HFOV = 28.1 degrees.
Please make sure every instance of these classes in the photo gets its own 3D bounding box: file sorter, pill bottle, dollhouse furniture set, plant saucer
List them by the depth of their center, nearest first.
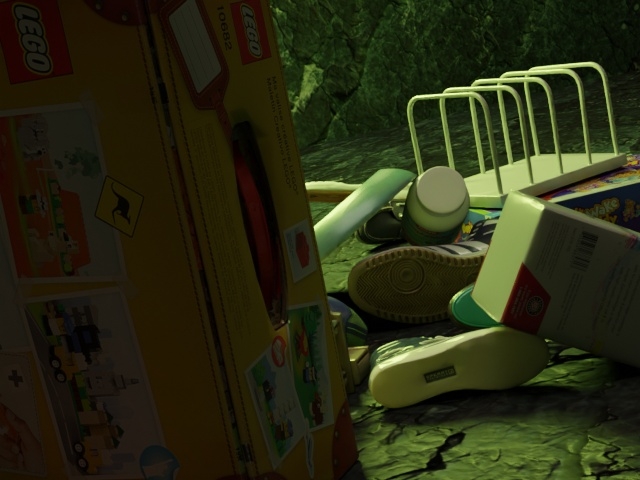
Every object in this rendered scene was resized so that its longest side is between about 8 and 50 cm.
[{"bbox_3d":[-0.051,0.130,1.405,0.161,0.101,0.182,-7,12,20],"label":"dollhouse furniture set"},{"bbox_3d":[0.000,0.000,1.755,0.317,0.044,0.317,-41,1,1],"label":"plant saucer"},{"bbox_3d":[0.159,-0.045,1.756,0.087,0.087,0.160,-11,-16,-4],"label":"pill bottle"},{"bbox_3d":[0.301,-0.167,1.978,0.277,0.173,0.193,-18,13,-34],"label":"file sorter"}]

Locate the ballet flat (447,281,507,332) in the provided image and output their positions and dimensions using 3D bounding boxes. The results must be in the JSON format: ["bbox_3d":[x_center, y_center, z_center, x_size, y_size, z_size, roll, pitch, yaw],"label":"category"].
[{"bbox_3d":[0.246,0.069,1.546,0.203,0.074,0.074,-19,12,-10],"label":"ballet flat"}]

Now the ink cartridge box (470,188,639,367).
[{"bbox_3d":[0.270,0.040,1.319,0.176,0.128,0.127,19,7,-10],"label":"ink cartridge box"}]

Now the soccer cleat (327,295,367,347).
[{"bbox_3d":[-0.063,0.117,1.597,0.121,0.093,0.289,20,-16,-39],"label":"soccer cleat"}]

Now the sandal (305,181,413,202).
[{"bbox_3d":[0.080,-0.059,2.305,0.265,0.076,0.102,0,-12,-6],"label":"sandal"}]

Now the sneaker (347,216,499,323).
[{"bbox_3d":[0.171,0.036,1.678,0.282,0.099,0.153,-7,12,-2],"label":"sneaker"}]

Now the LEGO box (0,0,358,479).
[{"bbox_3d":[-0.209,0.001,1.163,0.372,0.500,0.193,-4,13,28],"label":"LEGO box"}]

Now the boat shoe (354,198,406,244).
[{"bbox_3d":[0.145,-0.039,2.153,0.206,0.075,0.065,-14,7,-39],"label":"boat shoe"}]

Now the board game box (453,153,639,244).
[{"bbox_3d":[0.384,-0.051,1.968,0.347,0.078,0.233,-14,11,-13],"label":"board game box"}]

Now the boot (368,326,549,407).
[{"bbox_3d":[0.142,0.120,1.347,0.190,0.069,0.086,-11,17,4],"label":"boot"}]
